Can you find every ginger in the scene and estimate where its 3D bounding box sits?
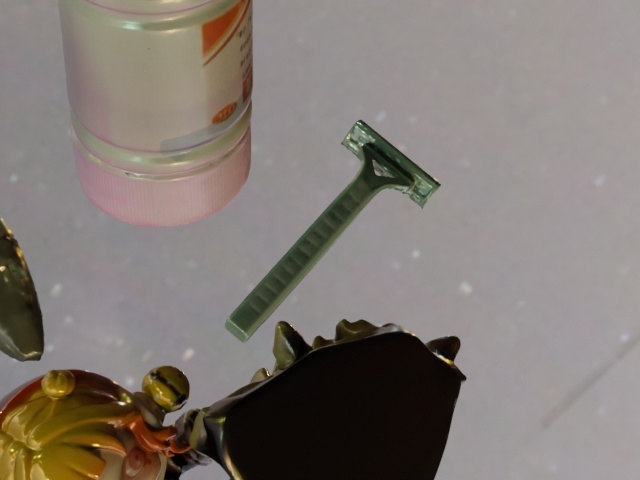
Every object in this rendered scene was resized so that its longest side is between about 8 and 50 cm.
[{"bbox_3d":[-0.008,0.262,2.170,0.413,0.359,0.211,-4,-171,-37],"label":"ginger"}]

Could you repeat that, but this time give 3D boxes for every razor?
[{"bbox_3d":[0.002,-0.004,1.801,0.111,0.056,0.278,39,-120,6],"label":"razor"}]

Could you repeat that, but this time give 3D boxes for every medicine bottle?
[{"bbox_3d":[-0.171,-0.192,1.903,0.202,0.316,0.202,1,-135,-1],"label":"medicine bottle"}]

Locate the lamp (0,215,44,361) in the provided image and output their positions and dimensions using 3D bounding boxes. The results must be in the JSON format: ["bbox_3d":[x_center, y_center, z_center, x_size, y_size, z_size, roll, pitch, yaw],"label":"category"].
[{"bbox_3d":[-0.374,0.026,1.970,0.250,0.101,0.101,60,-154,9],"label":"lamp"}]

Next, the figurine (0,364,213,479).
[{"bbox_3d":[-0.281,0.271,2.128,0.196,0.320,0.323,25,171,37],"label":"figurine"}]
